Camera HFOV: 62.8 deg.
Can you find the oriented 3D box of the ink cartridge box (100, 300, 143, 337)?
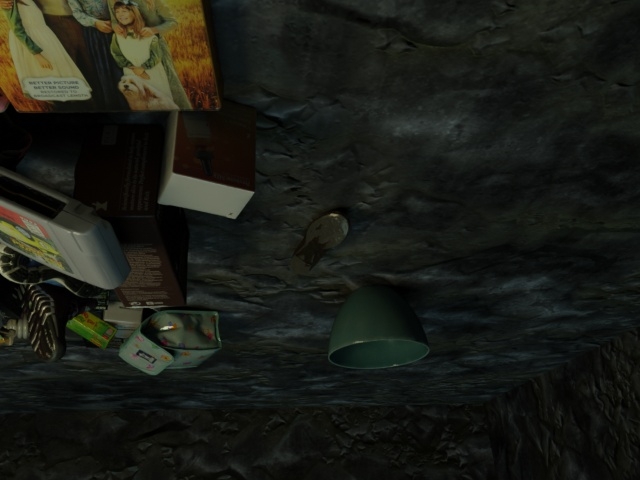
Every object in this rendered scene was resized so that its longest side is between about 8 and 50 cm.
[{"bbox_3d":[-0.613,0.245,1.606,0.109,0.063,0.150,11,149,-24],"label":"ink cartridge box"}]

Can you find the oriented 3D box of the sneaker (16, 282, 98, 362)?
[{"bbox_3d":[-0.591,0.169,1.227,0.163,0.281,0.106,11,117,-46],"label":"sneaker"}]

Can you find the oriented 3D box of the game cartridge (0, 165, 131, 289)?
[{"bbox_3d":[-0.439,-0.027,0.797,0.294,0.060,0.196,23,153,8],"label":"game cartridge"}]

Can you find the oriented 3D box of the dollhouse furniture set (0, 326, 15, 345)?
[{"bbox_3d":[-0.967,0.244,1.350,0.302,0.151,0.197,13,165,34],"label":"dollhouse furniture set"}]

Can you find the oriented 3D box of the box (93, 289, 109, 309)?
[{"bbox_3d":[-0.669,0.132,1.415,0.191,0.045,0.184,7,152,-20],"label":"box"}]

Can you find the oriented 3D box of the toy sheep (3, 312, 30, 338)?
[{"bbox_3d":[-0.888,0.252,1.572,0.132,0.091,0.091,5,151,-25],"label":"toy sheep"}]

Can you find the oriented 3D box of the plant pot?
[{"bbox_3d":[0.162,0.247,1.555,0.291,0.195,0.290,-3,151,-1],"label":"plant pot"}]

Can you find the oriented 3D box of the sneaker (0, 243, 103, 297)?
[{"bbox_3d":[-0.611,0.041,1.195,0.147,0.129,0.330,19,172,25],"label":"sneaker"}]

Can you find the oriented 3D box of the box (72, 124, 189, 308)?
[{"bbox_3d":[-0.343,-0.027,1.006,0.143,0.191,0.381,-2,152,-5],"label":"box"}]

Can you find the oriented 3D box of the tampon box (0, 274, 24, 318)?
[{"bbox_3d":[-0.798,0.110,1.278,0.102,0.120,0.161,0,152,-3],"label":"tampon box"}]

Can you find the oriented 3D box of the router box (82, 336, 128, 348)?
[{"bbox_3d":[-0.698,0.326,1.764,0.179,0.046,0.133,6,151,-16],"label":"router box"}]

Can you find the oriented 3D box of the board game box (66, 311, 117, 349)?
[{"bbox_3d":[-0.692,0.243,1.534,0.181,0.043,0.092,35,142,-8],"label":"board game box"}]

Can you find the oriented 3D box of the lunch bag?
[{"bbox_3d":[-0.470,0.316,1.628,0.263,0.160,0.223,4,151,-36],"label":"lunch bag"}]

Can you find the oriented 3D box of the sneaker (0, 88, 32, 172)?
[{"bbox_3d":[-0.539,-0.135,0.866,0.131,0.112,0.319,5,152,-10],"label":"sneaker"}]

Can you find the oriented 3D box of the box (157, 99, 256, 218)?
[{"bbox_3d":[-0.178,-0.138,0.836,0.130,0.170,0.091,11,148,-26],"label":"box"}]

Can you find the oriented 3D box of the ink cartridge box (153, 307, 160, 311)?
[{"bbox_3d":[-0.427,0.104,1.324,0.062,0.104,0.181,-10,152,13],"label":"ink cartridge box"}]

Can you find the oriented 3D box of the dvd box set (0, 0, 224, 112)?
[{"bbox_3d":[-0.290,-0.315,0.612,0.308,0.062,0.420,-1,152,-4],"label":"dvd box set"}]

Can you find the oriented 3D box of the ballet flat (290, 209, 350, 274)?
[{"bbox_3d":[0.000,0.000,1.239,0.084,0.058,0.250,38,138,0],"label":"ballet flat"}]

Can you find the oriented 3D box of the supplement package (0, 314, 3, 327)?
[{"bbox_3d":[-0.796,0.114,1.067,0.145,0.204,0.261,0,111,-2],"label":"supplement package"}]
